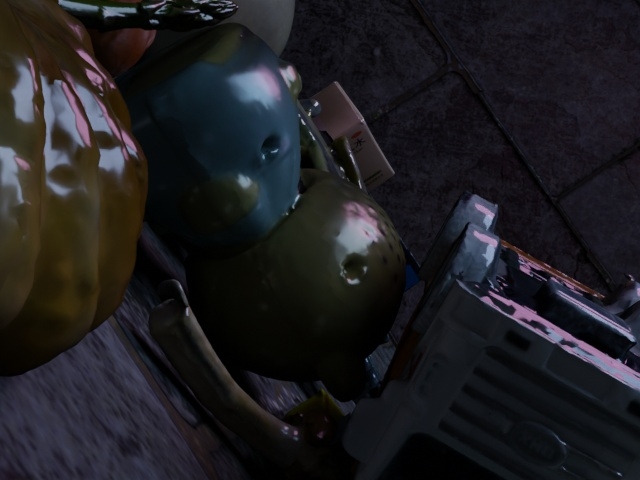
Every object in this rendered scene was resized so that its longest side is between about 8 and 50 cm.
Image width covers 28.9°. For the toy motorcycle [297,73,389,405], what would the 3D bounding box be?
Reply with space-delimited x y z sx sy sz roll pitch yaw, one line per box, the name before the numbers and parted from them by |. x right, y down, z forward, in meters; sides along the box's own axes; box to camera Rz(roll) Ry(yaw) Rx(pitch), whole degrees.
toy motorcycle | -0.032 -0.021 1.191 0.237 0.168 0.410 -109 176 -48

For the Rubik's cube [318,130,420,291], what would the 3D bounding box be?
Rubik's cube | 0.000 0.000 1.466 0.163 0.160 0.162 58 3 38

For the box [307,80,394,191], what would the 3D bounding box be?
box | -0.020 -0.109 1.822 0.095 0.212 0.168 59 4 34

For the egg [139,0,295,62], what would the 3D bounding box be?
egg | -0.168 -0.347 1.624 0.352 0.258 0.258 59 4 36

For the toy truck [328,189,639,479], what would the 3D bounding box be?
toy truck | 0.117 0.102 0.808 0.173 0.207 0.387 29 9 4

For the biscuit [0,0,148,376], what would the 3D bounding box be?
biscuit | -0.172 -0.101 0.465 0.326 0.107 0.326 53 6 -7

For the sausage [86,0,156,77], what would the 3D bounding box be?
sausage | -0.216 -0.239 0.934 0.258 0.133 0.133 56 3 -11

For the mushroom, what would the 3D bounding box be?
mushroom | -0.045 0.098 0.754 0.187 0.060 0.061 49 12 -31

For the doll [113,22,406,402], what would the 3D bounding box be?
doll | -0.045 -0.016 0.888 0.261 0.161 0.177 57 10 -20

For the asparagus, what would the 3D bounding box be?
asparagus | -0.154 -0.151 0.800 0.236 0.034 0.027 -2 48 -40

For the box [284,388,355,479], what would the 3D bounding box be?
box | 0.079 0.273 0.923 0.335 0.047 0.187 55 4 -4
